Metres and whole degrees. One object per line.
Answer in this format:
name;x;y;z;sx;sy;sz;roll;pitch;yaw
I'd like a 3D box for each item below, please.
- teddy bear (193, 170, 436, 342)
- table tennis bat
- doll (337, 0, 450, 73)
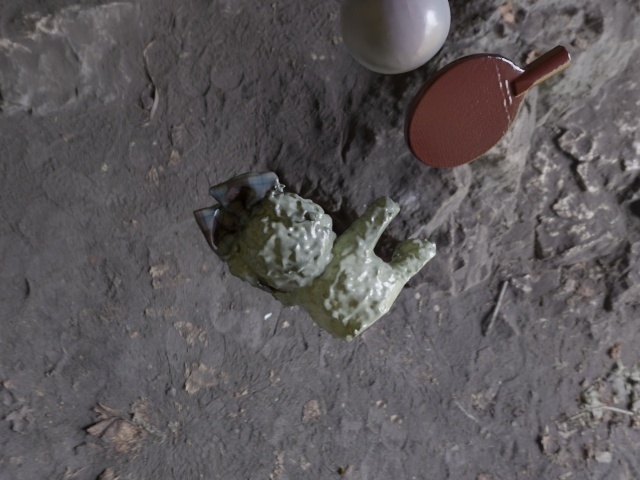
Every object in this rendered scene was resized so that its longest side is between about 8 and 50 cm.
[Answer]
teddy bear;0.000;0.000;1.029;0.362;0.327;0.375;48;33;1
table tennis bat;0.287;-0.240;0.925;0.310;0.200;0.038;-30;42;2
doll;0.088;-0.302;0.607;0.221;0.251;0.221;2;87;-31
